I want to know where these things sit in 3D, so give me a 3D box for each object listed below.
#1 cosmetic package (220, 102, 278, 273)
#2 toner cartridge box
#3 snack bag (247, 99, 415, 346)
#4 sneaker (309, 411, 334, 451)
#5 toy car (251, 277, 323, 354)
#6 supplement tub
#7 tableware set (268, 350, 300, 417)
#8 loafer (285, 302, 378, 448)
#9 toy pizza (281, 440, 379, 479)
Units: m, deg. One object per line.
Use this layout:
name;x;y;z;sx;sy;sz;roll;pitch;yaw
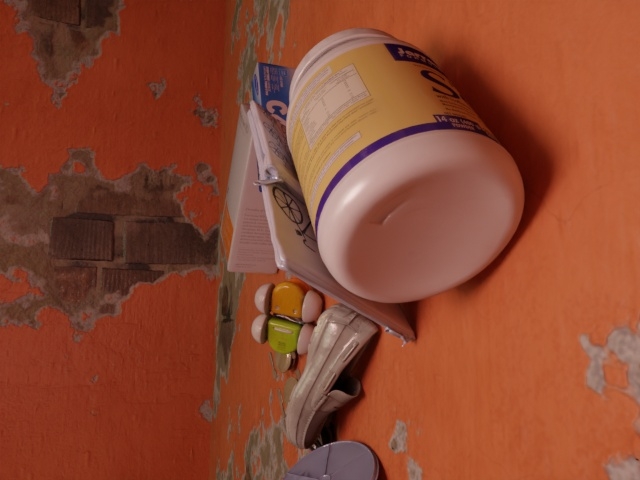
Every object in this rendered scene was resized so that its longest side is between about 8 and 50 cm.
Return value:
cosmetic package;-0.183;-0.148;1.531;0.230;0.161;0.453;-117;37;-54
toner cartridge box;-0.074;-0.274;1.248;0.075;0.165;0.348;126;142;-54
snack bag;0.018;-0.030;0.800;0.037;0.323;0.343;-35;45;22
sneaker;-0.001;0.357;1.079;0.078;0.067;0.188;132;141;-69
toy car;-0.072;0.178;1.232;0.136;0.159;0.182;-31;-51;-72
supplement tub;0.085;-0.113;0.672;0.331;0.241;0.241;-107;28;-43
tableware set;-0.075;0.349;1.331;0.128;0.039;0.194;-52;44;39
loafer;0.018;0.273;0.964;0.111;0.112;0.320;26;114;24
toy pizza;0.012;0.429;0.888;0.032;0.201;0.201;64;164;-13
